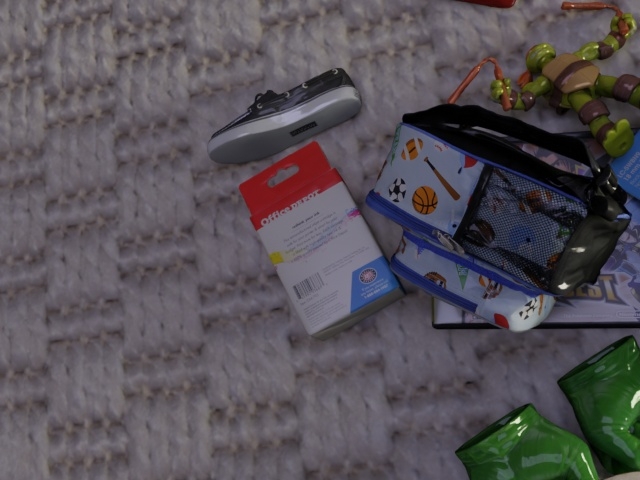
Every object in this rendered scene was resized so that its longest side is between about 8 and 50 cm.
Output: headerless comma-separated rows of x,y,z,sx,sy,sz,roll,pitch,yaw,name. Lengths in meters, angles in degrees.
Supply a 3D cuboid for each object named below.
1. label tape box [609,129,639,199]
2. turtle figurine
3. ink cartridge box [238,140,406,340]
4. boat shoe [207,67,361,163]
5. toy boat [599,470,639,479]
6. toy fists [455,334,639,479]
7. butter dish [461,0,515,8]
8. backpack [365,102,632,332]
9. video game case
0.517,-0.085,0.816,0.334,0.106,0.240,40,90,26,label tape box
0.315,-0.190,0.952,0.269,0.087,0.217,-29,48,-10,turtle figurine
0.000,0.000,1.008,0.134,0.078,0.231,-29,72,7,ink cartridge box
-0.058,-0.181,1.067,0.228,0.080,0.076,-23,67,8,boat shoe
0.344,0.369,0.695,0.318,0.148,0.267,25,83,12,toy boat
0.296,0.231,0.850,0.279,0.096,0.142,-32,79,-9,toy fists
0.206,-0.414,1.023,0.160,0.160,0.118,18,60,19,butter dish
0.188,-0.031,0.848,0.263,0.276,0.213,35,102,22,backpack
0.277,-0.013,0.958,0.275,0.035,0.248,-2,77,15,video game case
